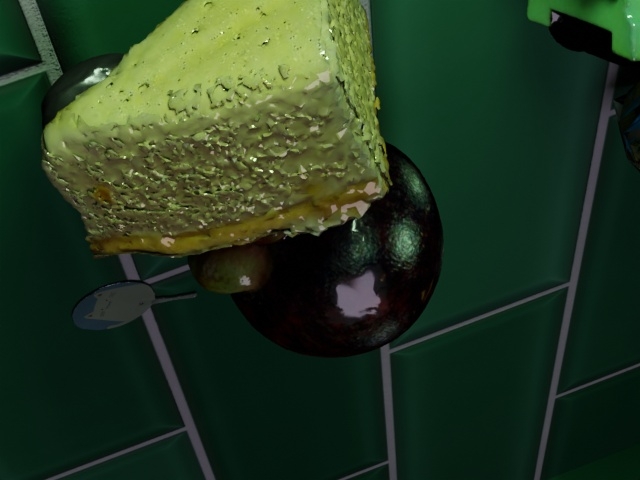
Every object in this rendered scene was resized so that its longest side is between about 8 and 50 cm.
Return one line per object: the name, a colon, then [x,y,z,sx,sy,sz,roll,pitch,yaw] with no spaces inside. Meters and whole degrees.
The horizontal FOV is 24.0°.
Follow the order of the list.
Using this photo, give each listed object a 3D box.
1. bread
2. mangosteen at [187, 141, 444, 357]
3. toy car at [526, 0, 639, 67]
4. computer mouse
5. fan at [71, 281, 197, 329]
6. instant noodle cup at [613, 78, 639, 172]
bread: [-0.098,-0.155,1.496,0.315,0.279,0.248,-4,149,15]
mangosteen: [0.000,0.000,1.745,0.288,0.288,0.288,-18,152,-10]
toy car: [0.381,-0.279,1.634,0.358,0.213,0.176,-15,117,-23]
computer mouse: [-0.212,-0.116,1.569,0.137,0.086,0.270,-32,150,-2]
fan: [-0.243,0.083,1.983,0.175,0.005,0.113,-7,148,-28]
instant noodle cup: [0.497,-0.169,1.899,0.240,0.240,0.178,-10,158,-25]
